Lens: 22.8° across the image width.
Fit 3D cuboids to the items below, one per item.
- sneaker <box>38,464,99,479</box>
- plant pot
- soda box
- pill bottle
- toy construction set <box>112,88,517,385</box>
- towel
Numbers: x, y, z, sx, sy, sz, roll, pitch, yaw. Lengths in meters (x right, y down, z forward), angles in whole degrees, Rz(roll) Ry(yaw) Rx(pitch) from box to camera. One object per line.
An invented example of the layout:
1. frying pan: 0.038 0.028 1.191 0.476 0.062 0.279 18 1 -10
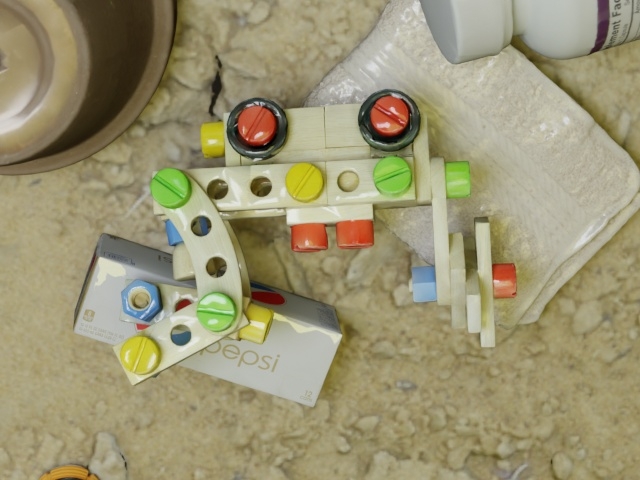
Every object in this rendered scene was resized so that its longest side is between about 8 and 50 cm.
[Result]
1. sneaker: -0.193 0.304 1.402 0.084 0.083 0.215 -28 109 3
2. plant pot: -0.235 -0.153 1.175 0.263 0.229 0.263 -2 108 -5
3. soda box: -0.095 0.067 1.341 0.216 0.069 0.074 18 105 -10
4. pill bottle: 0.225 -0.235 1.207 0.301 0.169 0.169 -17 109 -5
5. toy construction set: 0.000 0.000 1.240 0.327 0.151 0.215 -1 82 -11
6. towel: 0.125 -0.068 1.327 0.282 0.049 0.187 39 100 -15
